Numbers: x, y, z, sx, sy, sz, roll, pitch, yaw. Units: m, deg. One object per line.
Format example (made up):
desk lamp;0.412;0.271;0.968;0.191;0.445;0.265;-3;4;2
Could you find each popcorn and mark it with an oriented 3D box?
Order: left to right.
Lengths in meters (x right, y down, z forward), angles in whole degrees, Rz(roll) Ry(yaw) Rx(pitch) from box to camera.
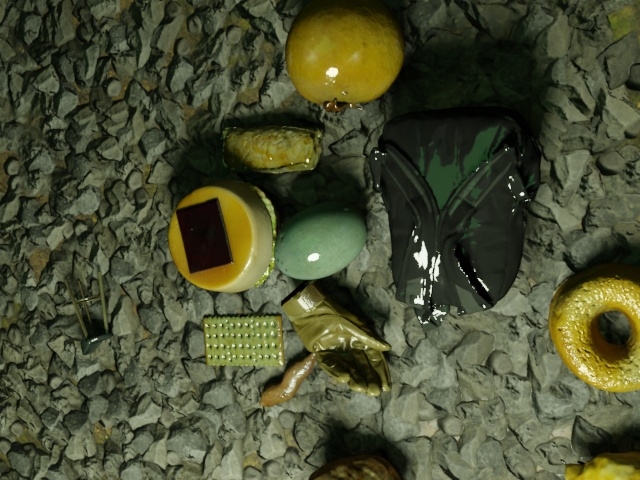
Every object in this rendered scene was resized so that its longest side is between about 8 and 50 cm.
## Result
popcorn;0.607;0.547;1.479;0.253;0.190;0.191;-23;53;31

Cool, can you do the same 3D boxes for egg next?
egg;0.000;0.000;1.682;0.236;0.169;0.169;-28;82;-5

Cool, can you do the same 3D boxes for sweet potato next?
sweet potato;-0.077;0.357;1.800;0.218;0.051;0.065;-44;75;18

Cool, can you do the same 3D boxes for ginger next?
ginger;0.068;0.609;1.646;0.200;0.269;0.223;53;141;35

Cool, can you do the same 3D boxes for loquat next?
loquat;0.046;-0.415;1.600;0.275;0.275;0.275;1;93;22

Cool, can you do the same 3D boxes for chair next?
chair;-0.639;0.203;1.997;0.095;0.104;0.221;-13;85;5

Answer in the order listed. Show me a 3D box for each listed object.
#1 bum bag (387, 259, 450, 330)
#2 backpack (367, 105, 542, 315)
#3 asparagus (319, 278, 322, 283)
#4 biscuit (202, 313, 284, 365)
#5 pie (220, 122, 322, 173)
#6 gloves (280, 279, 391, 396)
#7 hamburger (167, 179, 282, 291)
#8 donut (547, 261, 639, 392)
bum bag;0.230;0.115;1.669;0.087;0.049;0.198;-32;81;23
backpack;0.288;-0.064;1.533;0.363;0.255;0.446;-1;95;25
asparagus;-0.001;0.116;1.775;0.023;0.022;0.233;-4;89;-22
biscuit;-0.204;0.261;1.866;0.231;0.016;0.139;-3;93;22
pie;-0.133;-0.231;1.787;0.282;0.068;0.128;3;93;26
gloves;0.046;0.236;1.694;0.154;0.141;0.331;-40;80;-15
hamburger;-0.230;-0.008;1.776;0.300;0.176;0.300;2;95;21
donut;0.612;0.187;1.489;0.277;0.108;0.277;1;93;21
